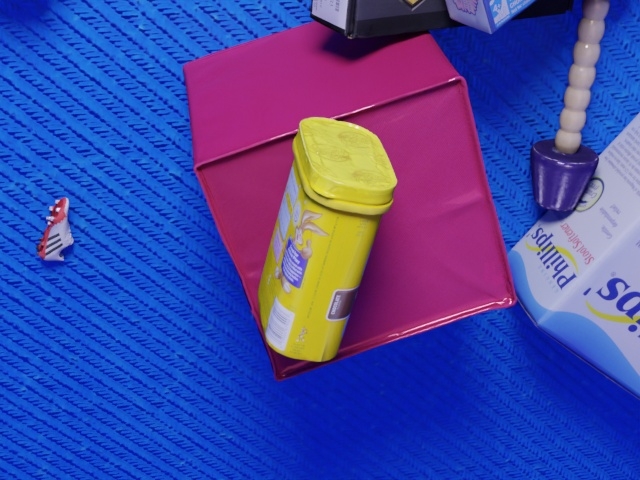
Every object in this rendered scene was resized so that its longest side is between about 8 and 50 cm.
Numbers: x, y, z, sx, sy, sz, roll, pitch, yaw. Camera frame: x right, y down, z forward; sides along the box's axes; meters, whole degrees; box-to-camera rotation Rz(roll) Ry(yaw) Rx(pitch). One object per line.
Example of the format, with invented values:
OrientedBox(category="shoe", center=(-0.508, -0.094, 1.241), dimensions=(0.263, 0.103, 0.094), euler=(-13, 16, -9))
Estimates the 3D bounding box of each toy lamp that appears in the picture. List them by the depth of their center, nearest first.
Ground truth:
OrientedBox(category="toy lamp", center=(0.282, -0.163, 1.208), dimensions=(0.080, 0.080, 0.274), euler=(3, 117, -11))

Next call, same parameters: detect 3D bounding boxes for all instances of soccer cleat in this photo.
OrientedBox(category="soccer cleat", center=(-0.286, -0.011, 1.220), dimensions=(0.036, 0.029, 0.083), euler=(14, 119, -26))

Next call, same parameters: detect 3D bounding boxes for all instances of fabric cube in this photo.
OrientedBox(category="fabric cube", center=(0.023, -0.060, 1.114), dimensions=(0.254, 0.258, 0.259), euler=(-18, 120, -1))

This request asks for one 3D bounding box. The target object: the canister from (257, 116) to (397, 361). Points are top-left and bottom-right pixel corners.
OrientedBox(category="canister", center=(0.000, 0.000, 0.925), dimensions=(0.073, 0.126, 0.169), euler=(9, 119, -14))

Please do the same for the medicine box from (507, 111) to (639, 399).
OrientedBox(category="medicine box", center=(0.411, 0.024, 1.290), dimensions=(0.263, 0.149, 0.289), euler=(33, 107, -24))

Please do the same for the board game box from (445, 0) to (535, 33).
OrientedBox(category="board game box", center=(0.206, -0.397, 0.950), dimensions=(0.319, 0.066, 0.318), euler=(-38, 131, -14))

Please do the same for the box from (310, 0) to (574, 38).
OrientedBox(category="box", center=(0.138, -0.348, 1.023), dimensions=(0.296, 0.073, 0.293), euler=(-12, 124, -33))
